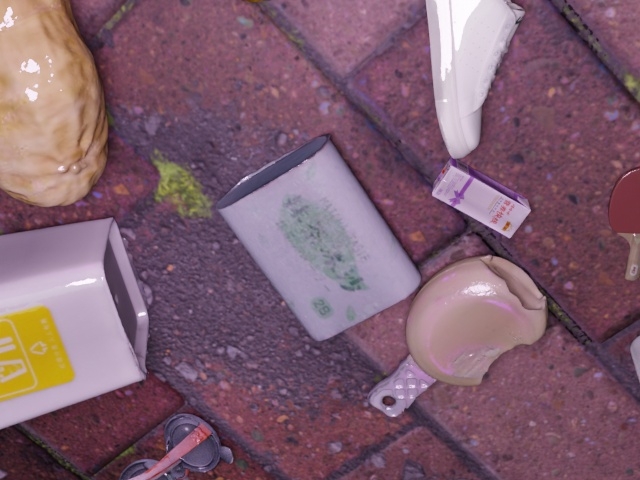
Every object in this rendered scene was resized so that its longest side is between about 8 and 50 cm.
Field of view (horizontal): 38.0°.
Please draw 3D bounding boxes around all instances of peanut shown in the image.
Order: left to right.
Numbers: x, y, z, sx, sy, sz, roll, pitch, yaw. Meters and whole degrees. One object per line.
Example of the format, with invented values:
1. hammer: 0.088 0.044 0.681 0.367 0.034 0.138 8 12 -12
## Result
1. peanut: -0.346 -0.215 1.050 0.169 0.192 0.387 -24 119 -23

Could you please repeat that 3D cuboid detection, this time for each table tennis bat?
1. table tennis bat: 0.400 -0.021 1.158 0.087 0.013 0.156 2 116 4

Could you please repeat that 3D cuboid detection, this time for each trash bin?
1. trash bin: -0.422 0.106 1.217 0.367 0.296 0.256 -15 114 -1

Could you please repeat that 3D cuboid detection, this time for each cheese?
1. cheese: 0.168 0.142 1.238 0.163 0.082 0.286 34 119 -10

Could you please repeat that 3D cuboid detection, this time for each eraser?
1. eraser: 0.000 0.000 1.182 0.174 0.081 0.227 -28 110 19

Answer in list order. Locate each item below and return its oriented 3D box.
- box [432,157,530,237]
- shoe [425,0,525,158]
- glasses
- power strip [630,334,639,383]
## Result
1. box: 0.199 -0.053 1.153 0.117 0.036 0.051 29 117 -9
2. shoe: 0.176 -0.221 1.035 0.110 0.095 0.265 -7 114 11
3. glasses: -0.268 0.380 1.320 0.118 0.268 0.234 46 117 4
4. power strip: 0.519 0.193 1.112 0.229 0.261 0.141 -23 111 18
